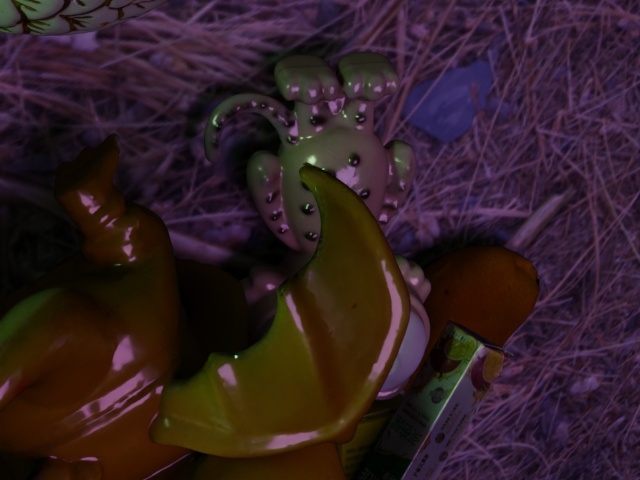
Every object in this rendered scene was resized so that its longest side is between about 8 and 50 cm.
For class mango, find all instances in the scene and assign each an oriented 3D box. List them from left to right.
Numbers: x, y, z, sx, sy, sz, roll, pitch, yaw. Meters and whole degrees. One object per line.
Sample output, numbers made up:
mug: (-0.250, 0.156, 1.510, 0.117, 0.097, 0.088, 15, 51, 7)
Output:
mango: (0.111, 0.059, 1.318, 0.159, 0.084, 0.105, -46, 126, -34)

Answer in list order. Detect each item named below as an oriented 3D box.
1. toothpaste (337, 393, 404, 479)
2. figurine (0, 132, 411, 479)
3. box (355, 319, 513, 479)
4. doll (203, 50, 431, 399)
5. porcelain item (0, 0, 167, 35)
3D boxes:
toothpaste: (0.011, 0.260, 1.316, 0.077, 0.110, 0.328, -10, 116, -29)
figurine: (-0.132, 0.162, 1.017, 0.401, 0.268, 0.387, -37, 116, -20)
box: (0.070, 0.161, 1.207, 0.041, 0.050, 0.207, 29, 93, -38)
doll: (0.002, -0.001, 1.157, 0.154, 0.119, 0.278, -12, 120, -8)
porcelain item: (-0.169, -0.211, 0.821, 0.253, 0.253, 0.253, -22, 131, -27)
